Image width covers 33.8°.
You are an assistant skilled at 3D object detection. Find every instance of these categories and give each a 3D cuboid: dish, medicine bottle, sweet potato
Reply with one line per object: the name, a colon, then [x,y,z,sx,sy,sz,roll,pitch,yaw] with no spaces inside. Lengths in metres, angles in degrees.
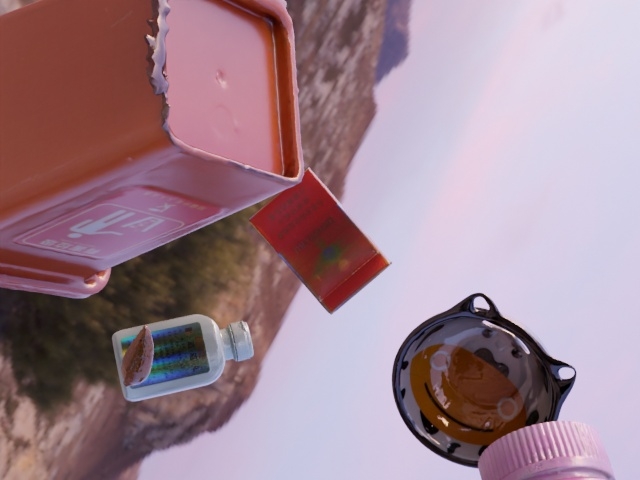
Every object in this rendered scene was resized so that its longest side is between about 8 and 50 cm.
dish: [0.263,0.220,1.714,0.303,0.303,0.120,-56,173,25]
medicine bottle: [-0.232,0.192,1.797,0.083,0.228,0.121,114,-37,-75]
sweet potato: [-0.206,0.135,1.190,0.034,0.034,0.095,-72,-178,-55]
medicine bottle: [0.311,0.390,1.312,0.178,0.178,0.291,-53,-144,39]

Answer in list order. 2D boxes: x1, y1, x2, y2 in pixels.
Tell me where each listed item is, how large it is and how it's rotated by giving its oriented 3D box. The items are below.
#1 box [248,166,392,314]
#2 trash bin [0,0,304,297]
box: [0.000,0.000,1.434,0.112,0.175,0.048,-40,-178,3]
trash bin: [-0.135,-0.080,0.634,0.238,0.161,0.184,-17,-110,35]
